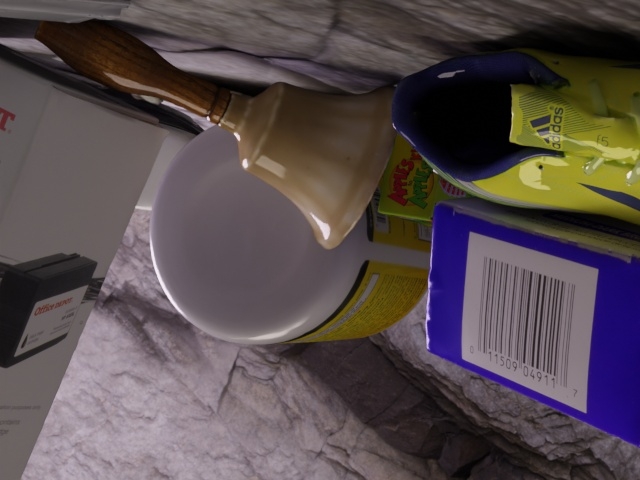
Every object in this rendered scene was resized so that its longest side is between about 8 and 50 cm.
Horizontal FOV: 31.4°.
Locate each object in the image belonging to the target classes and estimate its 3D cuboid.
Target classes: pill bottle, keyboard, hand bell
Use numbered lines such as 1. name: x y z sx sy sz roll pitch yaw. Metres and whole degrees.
1. pill bottle: 0.000 0.000 1.052 0.188 0.187 0.334 9 180 22
2. keyboard: -0.233 -0.135 0.624 0.256 0.014 0.072 -3 -171 -39
3. hand bell: -0.079 -0.095 0.783 0.242 0.126 0.126 22 176 -14

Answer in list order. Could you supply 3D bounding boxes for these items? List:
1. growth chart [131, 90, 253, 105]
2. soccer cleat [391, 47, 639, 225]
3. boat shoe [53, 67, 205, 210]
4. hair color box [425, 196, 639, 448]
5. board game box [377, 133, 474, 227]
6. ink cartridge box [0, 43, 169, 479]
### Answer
1. growth chart: -0.065 -0.116 0.985 0.237 0.021 0.172 10 179 -4
2. soccer cleat: 0.157 -0.051 0.573 0.121 0.093 0.289 13 177 -43
3. boat shoe: -0.243 -0.110 1.047 0.301 0.108 0.102 12 -154 -7
4. hair color box: 0.257 0.025 0.721 0.339 0.110 0.185 -5 -166 -32
5. board game box: 0.109 -0.052 0.869 0.043 0.092 0.181 11 179 30
6. ink cartridge box: -0.282 0.006 0.832 0.223 0.307 0.129 26 -175 30
